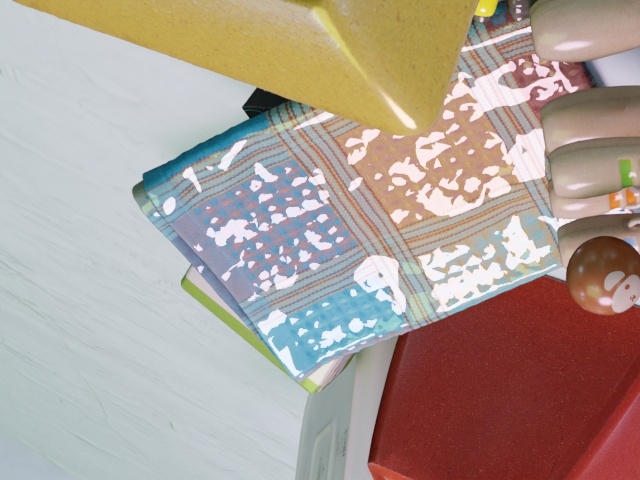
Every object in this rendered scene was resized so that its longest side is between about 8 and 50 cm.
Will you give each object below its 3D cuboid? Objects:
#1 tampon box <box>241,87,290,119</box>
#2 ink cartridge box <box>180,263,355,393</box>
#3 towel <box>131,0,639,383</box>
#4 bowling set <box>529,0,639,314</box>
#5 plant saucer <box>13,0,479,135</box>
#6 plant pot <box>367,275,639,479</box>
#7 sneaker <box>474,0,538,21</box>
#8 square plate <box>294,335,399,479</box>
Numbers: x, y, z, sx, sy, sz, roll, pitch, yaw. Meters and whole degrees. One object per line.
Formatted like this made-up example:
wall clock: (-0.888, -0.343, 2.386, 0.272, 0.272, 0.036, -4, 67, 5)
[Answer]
tampon box: (0.041, -0.107, 1.358, 0.161, 0.101, 0.120, 9, 146, 42)
ink cartridge box: (0.000, 0.000, 1.605, 0.188, 0.097, 0.255, 39, 121, 9)
towel: (0.067, -0.030, 1.285, 0.370, 0.040, 0.271, -23, 130, 18)
bowling set: (0.241, -0.036, 1.107, 0.154, 0.200, 0.287, -8, 151, 8)
plant saucer: (-0.039, -0.266, 0.915, 0.332, 0.333, 0.081, 21, -176, 26)
plant pot: (0.193, 0.201, 1.560, 0.267, 0.236, 0.267, 20, 151, 30)
sneaker: (0.018, -0.280, 1.080, 0.343, 0.134, 0.146, 19, 146, 11)
square plate: (0.020, 0.260, 1.766, 0.049, 0.347, 0.344, 11, 157, -10)
